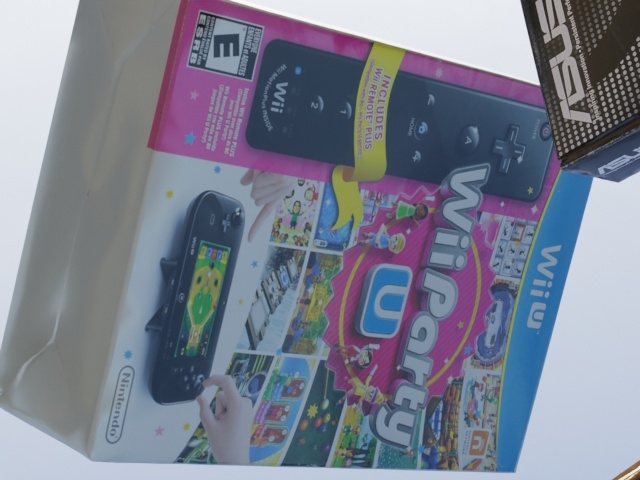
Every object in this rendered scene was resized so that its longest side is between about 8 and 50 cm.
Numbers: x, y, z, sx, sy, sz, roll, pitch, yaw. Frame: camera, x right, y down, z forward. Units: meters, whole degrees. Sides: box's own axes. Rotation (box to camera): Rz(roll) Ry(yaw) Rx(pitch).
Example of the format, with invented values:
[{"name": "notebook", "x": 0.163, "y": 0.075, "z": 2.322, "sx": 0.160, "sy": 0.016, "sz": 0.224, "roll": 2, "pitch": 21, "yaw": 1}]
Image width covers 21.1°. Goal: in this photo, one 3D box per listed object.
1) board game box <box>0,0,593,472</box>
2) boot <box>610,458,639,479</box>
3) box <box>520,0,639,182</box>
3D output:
[{"name": "board game box", "x": 0.000, "y": 0.000, "z": 0.898, "sx": 0.303, "sy": 0.224, "sz": 0.097, "roll": 8, "pitch": -172, "yaw": -43}, {"name": "boot", "x": 0.130, "y": 0.087, "z": 0.568, "sx": 0.114, "sy": 0.106, "sz": 0.037, "roll": -39, "pitch": -131, "yaw": -21}, {"name": "box", "x": 0.149, "y": -0.145, "z": 0.656, "sx": 0.184, "sy": 0.045, "sz": 0.191, "roll": -28, "pitch": -117, "yaw": 41}]
